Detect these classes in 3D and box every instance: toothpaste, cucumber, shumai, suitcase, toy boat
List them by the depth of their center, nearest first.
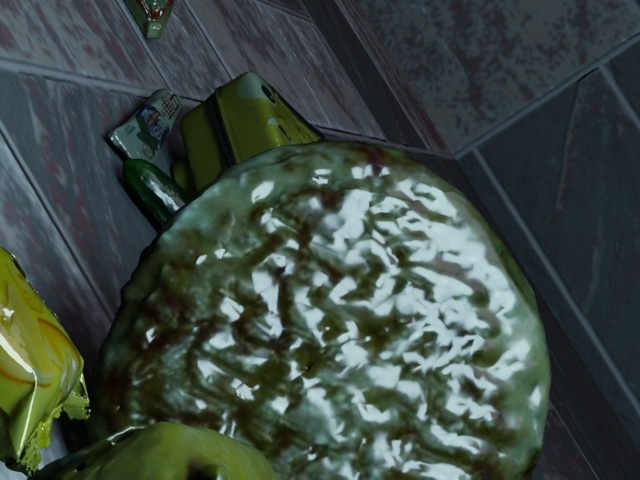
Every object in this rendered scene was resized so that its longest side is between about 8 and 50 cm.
[{"bbox_3d":[-0.013,0.120,1.450,0.395,0.395,0.348,55,-9,-5],"label":"shumai"},{"bbox_3d":[-0.106,0.025,1.797,0.284,0.056,0.056,50,15,-18],"label":"cucumber"},{"bbox_3d":[-0.184,-0.125,1.903,0.060,0.038,0.233,52,17,-11],"label":"toothpaste"},{"bbox_3d":[-0.059,-0.050,1.939,0.194,0.143,0.235,42,21,-44],"label":"suitcase"},{"bbox_3d":[-0.216,-0.328,2.189,0.089,0.071,0.185,2,40,-18],"label":"toy boat"}]

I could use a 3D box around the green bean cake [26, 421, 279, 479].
[{"bbox_3d":[-0.073,0.284,1.068,0.310,0.202,0.285,62,4,20],"label":"green bean cake"}]

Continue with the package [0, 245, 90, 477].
[{"bbox_3d":[-0.240,0.055,1.188,0.226,0.090,0.168,52,12,-8],"label":"package"}]
